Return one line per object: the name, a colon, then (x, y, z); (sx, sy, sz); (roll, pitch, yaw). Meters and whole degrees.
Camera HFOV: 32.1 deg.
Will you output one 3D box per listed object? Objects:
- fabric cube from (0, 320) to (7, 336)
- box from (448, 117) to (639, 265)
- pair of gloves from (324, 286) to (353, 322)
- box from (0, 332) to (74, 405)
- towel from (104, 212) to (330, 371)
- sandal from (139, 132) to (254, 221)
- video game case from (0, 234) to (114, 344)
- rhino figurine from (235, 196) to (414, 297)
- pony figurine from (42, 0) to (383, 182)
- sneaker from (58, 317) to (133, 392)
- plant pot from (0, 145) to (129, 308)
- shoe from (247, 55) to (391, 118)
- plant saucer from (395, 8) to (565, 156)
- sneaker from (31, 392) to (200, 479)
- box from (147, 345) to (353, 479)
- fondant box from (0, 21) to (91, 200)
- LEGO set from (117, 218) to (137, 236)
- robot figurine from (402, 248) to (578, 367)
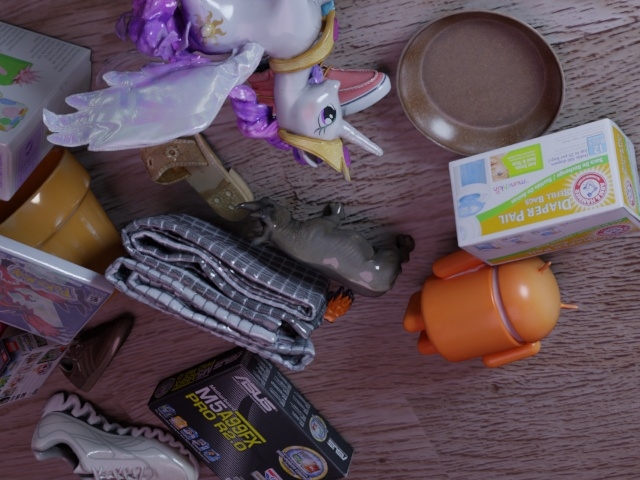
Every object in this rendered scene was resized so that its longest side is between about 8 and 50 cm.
fabric cube: (-0.584, 0.077, 1.635); (0.259, 0.258, 0.254); (33, 131, -9)
box: (0.269, -0.053, 1.319); (0.203, 0.114, 0.103); (-15, 158, 28)
pair of gloves: (0.004, 0.081, 1.604); (0.083, 0.010, 0.074); (33, 130, -8)
box: (-0.485, 0.207, 1.790); (0.207, 0.114, 0.036); (-46, 66, 44)
towel: (-0.121, 0.056, 1.477); (0.284, 0.235, 0.121); (25, 92, 0)
sandal: (-0.190, -0.100, 1.479); (0.240, 0.079, 0.088); (43, 128, -16)
video game case: (-0.394, 0.063, 1.457); (0.201, 0.023, 0.183); (23, 142, -21)
rhino figurine: (0.000, 0.000, 1.478); (0.243, 0.106, 0.073); (24, 130, -1)
pony figurine: (-0.105, -0.231, 1.204); (0.351, 0.303, 0.363); (2, 119, 5)
sneaker: (-0.363, 0.175, 1.765); (0.071, 0.066, 0.188); (34, 129, -6)
plant pot: (-0.367, 0.006, 1.543); (0.205, 0.205, 0.188); (-25, 118, 33)
shoe: (-0.007, -0.195, 1.353); (0.178, 0.063, 0.081); (-9, 127, 28)
plant saucer: (0.189, -0.189, 1.311); (0.199, 0.036, 0.198); (10, 130, 12)
sneaker: (-0.349, 0.367, 1.882); (0.292, 0.118, 0.110); (20, 129, 0)
box: (-0.112, 0.302, 1.786); (0.216, 0.060, 0.270); (-25, 116, 33)
fondant box: (-0.489, -0.197, 1.397); (0.330, 0.238, 0.096); (17, 130, 5)
LEGO set: (-0.256, -0.012, 1.614); (0.083, 0.023, 0.054); (15, 134, -11)
robot figurine: (0.220, 0.087, 1.463); (0.219, 0.128, 0.158); (-19, 80, 30)
